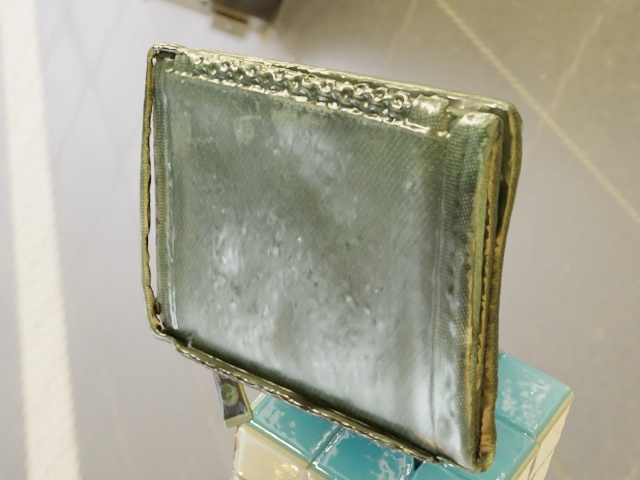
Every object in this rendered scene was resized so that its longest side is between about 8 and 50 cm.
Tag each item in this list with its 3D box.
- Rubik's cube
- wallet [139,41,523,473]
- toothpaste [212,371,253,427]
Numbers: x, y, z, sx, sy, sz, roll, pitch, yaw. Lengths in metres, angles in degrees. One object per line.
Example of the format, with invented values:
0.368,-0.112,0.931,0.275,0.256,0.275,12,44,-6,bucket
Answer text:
0.085,0.278,1.917,0.290,0.291,0.291,-47,-23,-38,Rubik's cube
0.000,0.000,1.106,0.342,0.075,0.237,16,109,46,wallet
-0.099,0.117,1.624,0.037,0.021,0.140,-22,80,32,toothpaste
